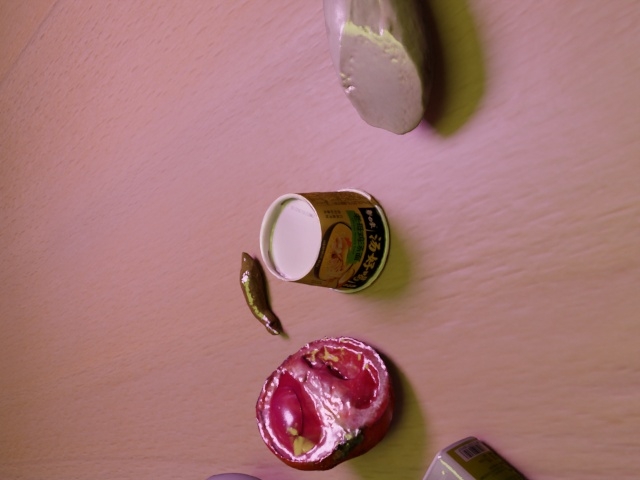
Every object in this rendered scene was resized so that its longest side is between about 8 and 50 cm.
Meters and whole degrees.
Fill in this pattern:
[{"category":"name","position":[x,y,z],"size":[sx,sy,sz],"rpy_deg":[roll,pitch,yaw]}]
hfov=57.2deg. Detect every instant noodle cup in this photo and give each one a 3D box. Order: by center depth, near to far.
[{"category":"instant noodle cup","position":[0.000,0.000,0.792],"size":[0.151,0.122,0.151],"rpy_deg":[0,90,41]}]

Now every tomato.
[{"category":"tomato","position":[0.014,0.229,0.804],"size":[0.189,0.099,0.173],"rpy_deg":[-34,42,-4]}]

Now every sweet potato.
[{"category":"sweet potato","position":[-0.104,0.089,0.952],"size":[0.153,0.038,0.041],"rpy_deg":[66,152,19]}]

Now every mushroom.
[{"category":"mushroom","position":[0.067,-0.302,0.732],"size":[0.128,0.128,0.350],"rpy_deg":[-13,77,43]}]

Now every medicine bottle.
[{"category":"medicine bottle","position":[0.193,0.326,0.631],"size":[0.188,0.088,0.132],"rpy_deg":[37,114,37]}]

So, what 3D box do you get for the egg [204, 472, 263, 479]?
[{"category":"egg","position":[-0.105,0.454,0.859],"size":[0.232,0.176,0.176],"rpy_deg":[36,114,27]}]
